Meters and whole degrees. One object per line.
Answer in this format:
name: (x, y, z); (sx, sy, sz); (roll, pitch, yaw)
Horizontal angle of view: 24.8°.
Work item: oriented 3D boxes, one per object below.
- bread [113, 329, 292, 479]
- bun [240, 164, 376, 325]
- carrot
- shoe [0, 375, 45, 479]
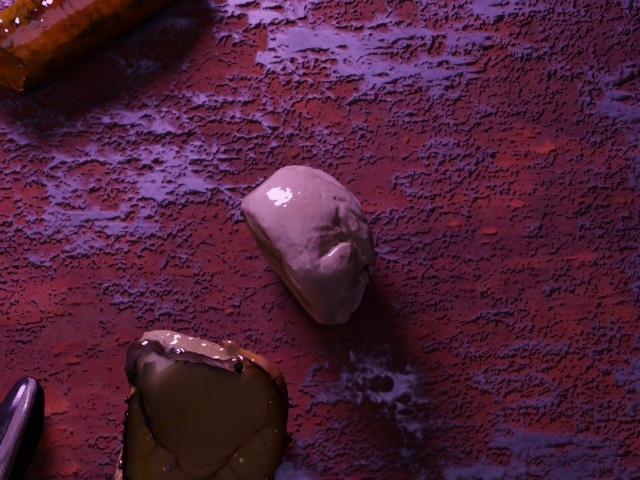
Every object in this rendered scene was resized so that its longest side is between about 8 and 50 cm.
bread: (-0.132, 0.209, 1.709); (0.204, 0.162, 0.262); (16, 123, 1)
bun: (0.000, 0.000, 1.732); (0.128, 0.178, 0.193); (-34, 81, -8)
carrot: (-0.288, -0.295, 1.810); (0.302, 0.114, 0.114); (-34, 83, -4)
shoe: (-0.409, 0.261, 1.731); (0.112, 0.099, 0.227); (18, 83, 8)
